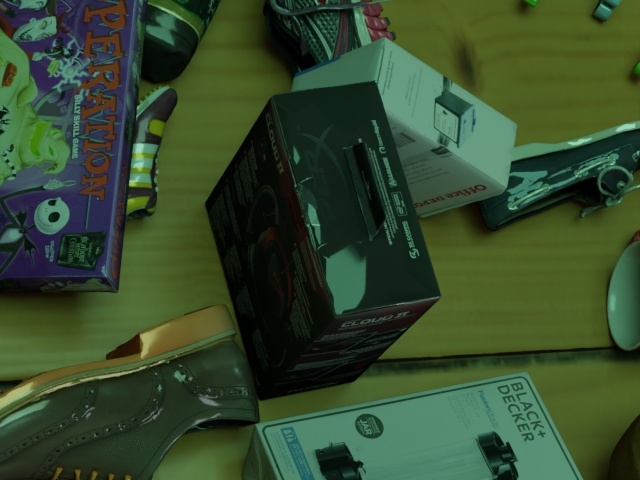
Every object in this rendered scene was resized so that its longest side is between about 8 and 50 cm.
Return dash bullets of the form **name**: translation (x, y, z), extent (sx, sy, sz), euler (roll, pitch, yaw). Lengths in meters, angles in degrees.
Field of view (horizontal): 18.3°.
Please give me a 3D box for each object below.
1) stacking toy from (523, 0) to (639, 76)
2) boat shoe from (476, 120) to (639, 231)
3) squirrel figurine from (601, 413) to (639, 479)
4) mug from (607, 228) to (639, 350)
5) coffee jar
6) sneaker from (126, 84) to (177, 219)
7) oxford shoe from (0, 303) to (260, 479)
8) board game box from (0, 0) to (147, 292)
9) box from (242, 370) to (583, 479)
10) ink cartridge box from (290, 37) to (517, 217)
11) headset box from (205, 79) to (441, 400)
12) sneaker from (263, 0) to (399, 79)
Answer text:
- **stacking toy**: translation (0.337, -0.299, 2.205), extent (0.167, 0.052, 0.221), euler (33, 65, -1)
- **boat shoe**: translation (0.278, -0.069, 2.069), extent (0.254, 0.095, 0.079), euler (-12, 72, -20)
- **squirrel figurine**: translation (0.395, 0.332, 1.860), extent (0.397, 0.281, 0.370), euler (-38, 78, -28)
- **mug**: translation (0.398, 0.050, 2.054), extent (0.169, 0.113, 0.150), euler (8, 69, -18)
- **coffee jar**: translation (-0.140, -0.253, 2.008), extent (0.079, 0.096, 0.184), euler (27, 65, -8)
- **sneaker**: translation (-0.185, -0.068, 1.944), extent (0.084, 0.069, 0.185), euler (41, 69, -9)
- **oxford shoe**: translation (-0.217, 0.179, 1.803), extent (0.364, 0.130, 0.132), euler (-23, 86, -22)
- **board game box**: translation (-0.279, -0.117, 1.892), extent (0.208, 0.056, 0.346), euler (0, 68, 7)
- **box**: translation (0.091, 0.233, 1.868), extent (0.290, 0.087, 0.169), euler (-8, 51, -20)
- **ink cartridge box**: translation (0.078, -0.107, 1.959), extent (0.191, 0.140, 0.082), euler (28, 61, -34)
- **headset box**: translation (0.000, 0.000, 1.844), extent (0.110, 0.293, 0.218), euler (-10, 72, -20)
- **sneaker**: translation (-0.015, -0.269, 2.006), extent (0.112, 0.121, 0.299), euler (-24, 99, -20)
